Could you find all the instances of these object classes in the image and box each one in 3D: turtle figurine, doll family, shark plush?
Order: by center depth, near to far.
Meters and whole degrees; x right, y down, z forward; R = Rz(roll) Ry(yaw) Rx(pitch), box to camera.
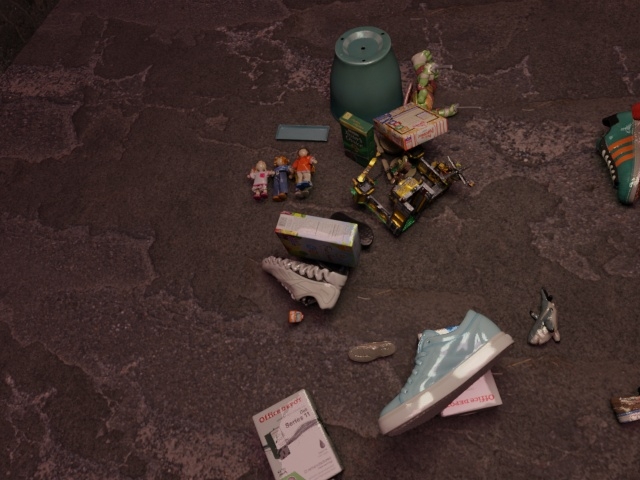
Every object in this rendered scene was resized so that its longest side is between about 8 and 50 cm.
[{"bbox_3d":[0.580,0.193,1.094,0.067,0.073,0.161,-9,62,40],"label":"shark plush"},{"bbox_3d":[-0.111,-0.219,1.404,0.263,0.118,0.163,-11,67,25],"label":"doll family"},{"bbox_3d":[0.405,-0.523,1.413,0.198,0.274,0.266,14,56,-22],"label":"turtle figurine"}]

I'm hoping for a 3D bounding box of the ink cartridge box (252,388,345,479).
[{"bbox_3d":[-0.056,0.496,1.025,0.153,0.086,0.208,-28,61,-6],"label":"ink cartridge box"}]

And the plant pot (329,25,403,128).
[{"bbox_3d":[0.151,-0.571,1.443,0.272,0.255,0.271,-4,63,8],"label":"plant pot"}]

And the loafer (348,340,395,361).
[{"bbox_3d":[0.138,0.297,1.127,0.126,0.039,0.045,-11,95,7],"label":"loafer"}]

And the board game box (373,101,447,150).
[{"bbox_3d":[0.272,-0.357,1.287,0.147,0.045,0.193,-25,38,-6],"label":"board game box"}]

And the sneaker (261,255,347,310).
[{"bbox_3d":[-0.065,0.116,1.190,0.292,0.110,0.118,12,88,38],"label":"sneaker"}]

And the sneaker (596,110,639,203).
[{"bbox_3d":[0.892,-0.246,1.246,0.121,0.108,0.301,2,69,40],"label":"sneaker"}]

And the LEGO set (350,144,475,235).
[{"bbox_3d":[0.263,-0.188,1.231,0.332,0.192,0.254,-29,71,-15],"label":"LEGO set"}]

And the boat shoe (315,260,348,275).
[{"bbox_3d":[-0.008,0.017,1.266,0.095,0.079,0.254,-30,63,-8],"label":"boat shoe"}]

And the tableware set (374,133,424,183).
[{"bbox_3d":[0.255,-0.280,1.399,0.129,0.039,0.194,-11,67,-9],"label":"tableware set"}]

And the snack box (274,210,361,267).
[{"bbox_3d":[0.000,0.000,1.132,0.207,0.174,0.070,9,70,13],"label":"snack box"}]

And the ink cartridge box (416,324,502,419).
[{"bbox_3d":[0.341,0.326,1.045,0.149,0.085,0.202,-14,61,3],"label":"ink cartridge box"}]

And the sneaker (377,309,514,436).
[{"bbox_3d":[0.259,0.296,0.965,0.366,0.135,0.150,-31,53,-14],"label":"sneaker"}]

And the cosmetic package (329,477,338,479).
[{"bbox_3d":[0.042,0.615,0.963,0.041,0.060,0.115,-27,61,-4],"label":"cosmetic package"}]

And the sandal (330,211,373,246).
[{"bbox_3d":[0.102,-0.033,1.303,0.067,0.040,0.179,-38,49,-16],"label":"sandal"}]

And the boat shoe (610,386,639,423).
[{"bbox_3d":[0.769,0.365,0.963,0.184,0.066,0.066,-17,60,1],"label":"boat shoe"}]

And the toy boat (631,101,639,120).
[{"bbox_3d":[0.966,-0.268,1.124,0.148,0.318,0.267,-3,51,51],"label":"toy boat"}]

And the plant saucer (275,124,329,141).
[{"bbox_3d":[-0.065,-0.389,1.520,0.192,0.018,0.067,5,64,11],"label":"plant saucer"}]

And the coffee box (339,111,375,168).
[{"bbox_3d":[0.122,-0.322,1.359,0.113,0.184,0.040,37,73,24],"label":"coffee box"}]

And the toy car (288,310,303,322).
[{"bbox_3d":[-0.066,0.183,1.204,0.041,0.060,0.121,1,63,6],"label":"toy car"}]
